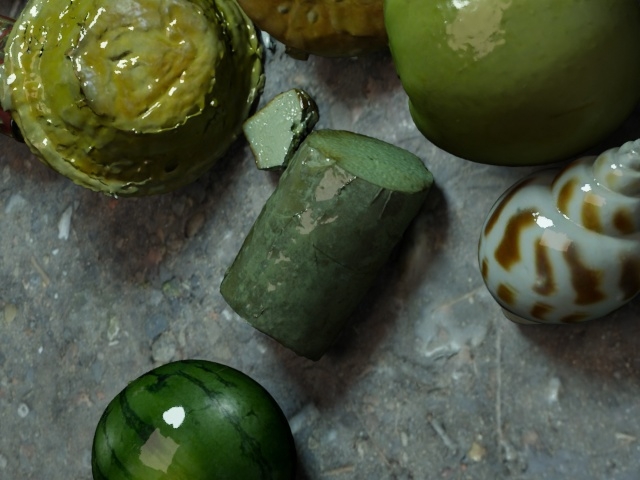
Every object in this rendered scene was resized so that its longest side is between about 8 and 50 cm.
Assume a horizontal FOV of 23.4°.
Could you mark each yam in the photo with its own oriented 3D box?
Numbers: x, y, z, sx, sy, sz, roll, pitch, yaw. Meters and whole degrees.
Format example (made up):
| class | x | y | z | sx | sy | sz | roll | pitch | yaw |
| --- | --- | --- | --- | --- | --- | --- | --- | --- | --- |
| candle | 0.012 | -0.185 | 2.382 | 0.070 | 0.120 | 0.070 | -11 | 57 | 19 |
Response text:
| class | x | y | z | sx | sy | sz | roll | pitch | yaw |
| --- | --- | --- | --- | --- | --- | --- | --- | --- | --- |
| yam | 0.000 | 0.000 | 1.802 | 0.161 | 0.161 | 0.268 | 44 | 111 | 34 |

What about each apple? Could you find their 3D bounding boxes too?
| class | x | y | z | sx | sy | sz | roll | pitch | yaw |
| --- | --- | --- | --- | --- | --- | --- | --- | --- | --- |
| apple | 0.199 | -0.216 | 1.606 | 0.254 | 0.292 | 0.292 | -19 | 67 | 2 |

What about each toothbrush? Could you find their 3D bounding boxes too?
| class | x | y | z | sx | sy | sz | roll | pitch | yaw |
| --- | --- | --- | --- | --- | --- | --- | --- | --- | --- |
| toothbrush | -0.084 | -0.339 | 2.013 | 0.022 | 0.017 | 0.204 | -22 | 68 | 22 |

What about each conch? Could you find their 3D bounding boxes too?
| class | x | y | z | sx | sy | sz | roll | pitch | yaw |
| --- | --- | --- | --- | --- | --- | --- | --- | --- | --- |
| conch | 0.262 | -0.008 | 1.598 | 0.275 | 0.149 | 0.182 | -42 | 63 | 27 |

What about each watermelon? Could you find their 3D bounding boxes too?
| class | x | y | z | sx | sy | sz | roll | pitch | yaw |
| --- | --- | --- | --- | --- | --- | --- | --- | --- | --- |
| watermelon | -0.148 | 0.259 | 1.817 | 0.242 | 0.242 | 0.242 | -8 | 77 | 37 |

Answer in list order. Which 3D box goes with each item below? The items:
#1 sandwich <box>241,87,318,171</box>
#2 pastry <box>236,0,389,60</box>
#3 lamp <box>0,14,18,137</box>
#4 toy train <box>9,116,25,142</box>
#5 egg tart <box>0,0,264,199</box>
| class | x | y | z | sx | sy | sz | roll | pitch | yaw |
| --- | --- | --- | --- | --- | --- | --- | --- | --- | --- |
| sandwich | -0.044 | -0.137 | 1.934 | 0.105 | 0.036 | 0.093 | -42 | 58 | 23 |
| pastry | 0.031 | -0.368 | 1.798 | 0.284 | 0.184 | 0.315 | 36 | 120 | -7 |
| lamp | -0.434 | -0.230 | 2.176 | 0.274 | 0.177 | 0.177 | 19 | 94 | 39 |
| toy train | -0.317 | -0.164 | 2.047 | 0.090 | 0.225 | 0.137 | 2 | 66 | 37 |
| egg tart | -0.225 | -0.218 | 1.920 | 0.132 | 0.341 | 0.341 | 165 | 111 | -75 |
